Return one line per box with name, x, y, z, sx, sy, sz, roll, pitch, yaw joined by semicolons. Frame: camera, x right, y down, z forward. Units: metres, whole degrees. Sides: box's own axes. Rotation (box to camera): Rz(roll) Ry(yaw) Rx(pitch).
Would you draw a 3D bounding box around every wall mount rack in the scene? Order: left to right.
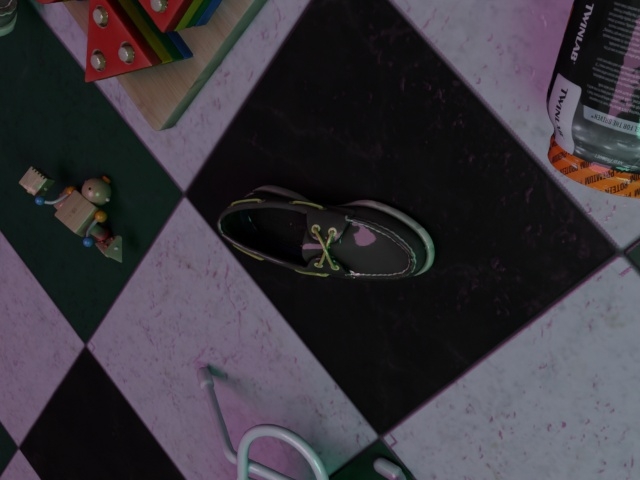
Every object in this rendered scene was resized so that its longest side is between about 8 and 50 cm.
wall mount rack;-0.059;0.314;0.964;0.304;0.130;0.350;19;119;28

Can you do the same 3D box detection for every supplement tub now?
supplement tub;0.221;-0.132;0.553;0.117;0.117;0.190;26;122;27

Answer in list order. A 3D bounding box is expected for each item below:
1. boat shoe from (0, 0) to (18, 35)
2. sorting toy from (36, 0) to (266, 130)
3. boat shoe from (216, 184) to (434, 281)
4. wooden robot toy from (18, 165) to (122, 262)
boat shoe;-0.431;-0.397;0.961;0.096;0.116;0.324;-27;85;45
sorting toy;-0.199;-0.278;0.841;0.257;0.089;0.255;54;131;7
boat shoe;0.000;0.000;0.815;0.227;0.068;0.081;13;116;34
wooden robot toy;-0.291;-0.050;1.044;0.173;0.076;0.079;37;92;21
